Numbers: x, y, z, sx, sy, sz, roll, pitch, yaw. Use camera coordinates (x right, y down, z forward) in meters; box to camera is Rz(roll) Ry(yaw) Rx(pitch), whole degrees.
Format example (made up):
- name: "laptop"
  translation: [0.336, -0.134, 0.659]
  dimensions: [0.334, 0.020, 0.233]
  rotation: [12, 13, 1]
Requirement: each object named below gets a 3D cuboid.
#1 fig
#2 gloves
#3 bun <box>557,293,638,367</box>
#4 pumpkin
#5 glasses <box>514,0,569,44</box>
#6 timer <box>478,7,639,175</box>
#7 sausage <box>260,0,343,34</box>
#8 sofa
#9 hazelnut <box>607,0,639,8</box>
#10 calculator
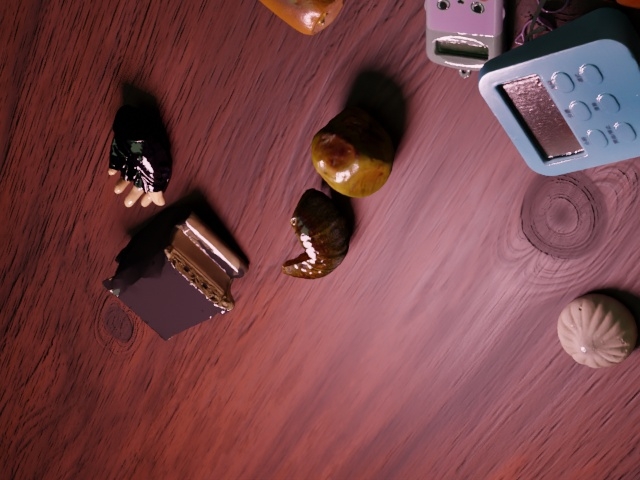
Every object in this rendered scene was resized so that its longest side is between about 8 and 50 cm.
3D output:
- name: "fig"
  translation: [0.061, -0.146, 1.996]
  dimensions: [0.154, 0.144, 0.165]
  rotation: [41, 163, 51]
- name: "gloves"
  translation: [-0.363, -0.152, 2.278]
  dimensions: [0.164, 0.124, 0.203]
  rotation: [48, 156, 29]
- name: "bun"
  translation: [0.468, 0.165, 1.936]
  dimensions: [0.138, 0.094, 0.138]
  rotation: [17, 124, 28]
- name: "pumpkin"
  translation: [0.000, 0.000, 2.126]
  dimensions: [0.107, 0.119, 0.183]
  rotation: [25, 131, 21]
- name: "glasses"
  translation: [0.331, -0.334, 1.744]
  dimensions: [0.062, 0.104, 0.140]
  rotation: [28, 130, 15]
- name: "timer"
  translation: [0.389, -0.207, 1.720]
  dimensions: [0.250, 0.091, 0.232]
  rotation: [-22, 125, 31]
- name: "sausage"
  translation: [-0.103, -0.484, 1.942]
  dimensions: [0.328, 0.112, 0.112]
  rotation: [42, 129, 9]
- name: "sofa"
  translation: [-0.290, 0.060, 2.341]
  dimensions: [0.258, 0.182, 0.200]
  rotation: [-27, 116, 39]
- name: "hazelnut"
  translation: [0.446, -0.441, 1.572]
  dimensions: [0.218, 0.218, 0.234]
  rotation: [-23, 83, 38]
- name: "calculator"
  translation: [0.236, -0.380, 1.818]
  dimensions: [0.141, 0.045, 0.246]
  rotation: [14, 122, 26]
